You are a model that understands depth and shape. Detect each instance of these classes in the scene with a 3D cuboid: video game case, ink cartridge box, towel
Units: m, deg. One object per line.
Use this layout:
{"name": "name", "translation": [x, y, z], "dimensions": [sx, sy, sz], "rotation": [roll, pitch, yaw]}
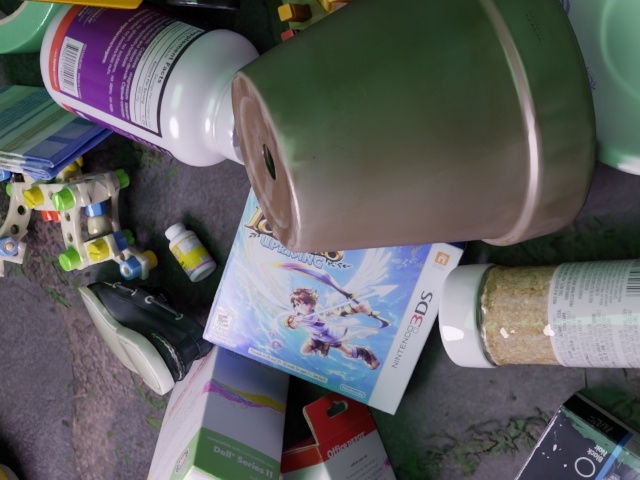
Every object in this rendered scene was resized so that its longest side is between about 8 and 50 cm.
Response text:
{"name": "video game case", "translation": [0.013, 0.060, 1.225], "dimensions": [0.269, 0.061, 0.244], "rotation": [21, 111, 3]}
{"name": "ink cartridge box", "translation": [0.029, 0.316, 1.277], "dimensions": [0.078, 0.134, 0.231], "rotation": [-24, 85, 34]}
{"name": "ink cartridge box", "translation": [-0.138, 0.266, 1.317], "dimensions": [0.119, 0.353, 0.207], "rotation": [27, 118, -13]}
{"name": "towel", "translation": [-0.432, -0.167, 1.449], "dimensions": [0.285, 0.209, 0.034], "rotation": [10, 130, 29]}
{"name": "ink cartridge box", "translation": [0.287, 0.360, 1.164], "dimensions": [0.165, 0.065, 0.333], "rotation": [33, 116, 23]}

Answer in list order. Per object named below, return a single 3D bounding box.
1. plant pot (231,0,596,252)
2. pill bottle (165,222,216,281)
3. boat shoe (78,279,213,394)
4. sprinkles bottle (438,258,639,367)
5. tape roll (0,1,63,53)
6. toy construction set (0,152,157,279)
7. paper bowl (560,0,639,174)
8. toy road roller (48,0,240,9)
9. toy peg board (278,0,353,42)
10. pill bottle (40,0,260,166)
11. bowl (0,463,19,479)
{"name": "plant pot", "translation": [0.072, -0.118, 0.994], "dimensions": [0.323, 0.280, 0.323], "rotation": [161, 90, -75]}
{"name": "pill bottle", "translation": [-0.189, 0.016, 1.414], "dimensions": [0.043, 0.043, 0.083], "rotation": [-44, 75, 31]}
{"name": "boat shoe", "translation": [-0.253, 0.115, 1.415], "dimensions": [0.340, 0.113, 0.127], "rotation": [16, 135, 62]}
{"name": "sprinkles bottle", "translation": [0.310, 0.080, 1.058], "dimensions": [0.355, 0.121, 0.121], "rotation": [-3, 97, 33]}
{"name": "tape roll", "translation": [-0.479, -0.447, 1.492], "dimensions": [0.321, 0.077, 0.321], "rotation": [7, 103, 32]}
{"name": "toy construction set", "translation": [-0.405, -0.037, 1.490], "dimensions": [0.327, 0.151, 0.215], "rotation": [-4, 109, 31]}
{"name": "paper bowl", "translation": [0.356, -0.208, 0.958], "dimensions": [0.284, 0.148, 0.284], "rotation": [7, 103, 31]}
{"name": "toy road roller", "translation": [-0.251, -0.393, 1.228], "dimensions": [0.240, 0.329, 0.202], "rotation": [-152, 64, -65]}
{"name": "toy peg board", "translation": [0.013, -0.284, 1.205], "dimensions": [0.161, 0.079, 0.161], "rotation": [-16, 91, 33]}
{"name": "pill bottle", "translation": [-0.202, -0.211, 1.296], "dimensions": [0.323, 0.181, 0.181], "rotation": [25, 112, 26]}
{"name": "bowl", "translation": [-0.612, 0.469, 1.705], "dimensions": [0.289, 0.156, 0.289], "rotation": [7, 103, 32]}
